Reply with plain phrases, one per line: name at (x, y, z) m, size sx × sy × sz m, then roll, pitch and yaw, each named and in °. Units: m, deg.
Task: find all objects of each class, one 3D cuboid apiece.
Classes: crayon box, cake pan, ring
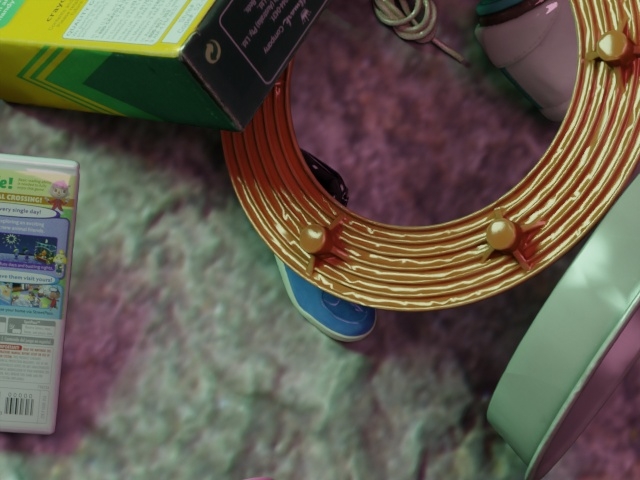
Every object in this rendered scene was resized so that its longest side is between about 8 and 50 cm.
crayon box at (-0.130, -0.190, 1.129) m, size 0.203 × 0.323 × 0.083 m, roll -57°, pitch 133°, yaw -21°
cake pan at (0.209, 0.037, 1.103) m, size 0.054 × 0.293 × 0.293 m, roll 35°, pitch 68°, yaw 15°
ring at (0.068, -0.118, 1.084) m, size 0.336 × 0.032 × 0.336 m, roll -6°, pitch 76°, yaw 27°

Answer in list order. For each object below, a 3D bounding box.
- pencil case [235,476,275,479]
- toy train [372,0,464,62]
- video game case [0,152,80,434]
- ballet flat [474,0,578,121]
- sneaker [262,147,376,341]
pencil case at (-0.065, 0.267, 1.071) m, size 0.098 × 0.095 × 0.209 m, roll -6°, pitch 72°, yaw 2°
toy train at (0.039, -0.250, 1.223) m, size 0.248 × 0.143 × 0.105 m, roll 41°, pitch 69°, yaw 2°
video game case at (-0.280, 0.031, 1.090) m, size 0.212 × 0.023 × 0.193 m, roll 5°, pitch 97°, yaw -11°
ballet flat at (0.303, -0.227, 1.299) m, size 0.400 × 0.139 × 0.139 m, roll -34°, pitch 83°, yaw -16°
sneaker at (-0.001, 0.000, 1.168) m, size 0.058 × 0.084 × 0.152 m, roll -24°, pitch 80°, yaw -18°
